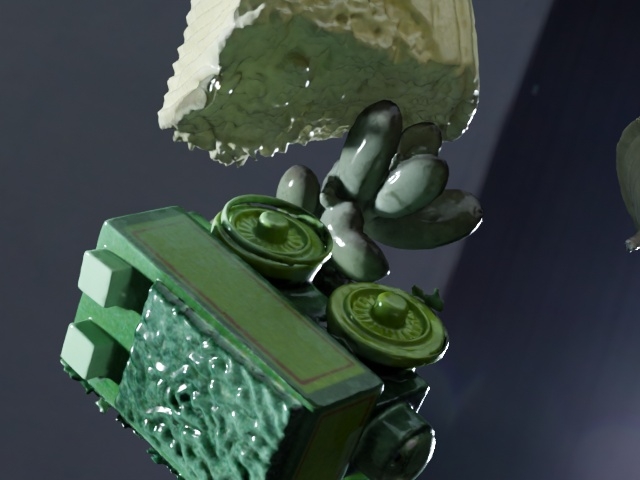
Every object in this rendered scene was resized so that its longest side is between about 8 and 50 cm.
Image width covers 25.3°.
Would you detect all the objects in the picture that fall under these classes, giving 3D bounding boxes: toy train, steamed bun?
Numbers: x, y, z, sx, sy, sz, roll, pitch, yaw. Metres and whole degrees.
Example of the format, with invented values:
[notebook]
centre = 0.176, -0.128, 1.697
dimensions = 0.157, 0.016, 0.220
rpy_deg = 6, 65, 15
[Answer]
[toy train]
centre = -0.044, 0.081, 1.003
dimensions = 0.272, 0.159, 0.188
rpy_deg = 40, -146, 29
[steamed bun]
centre = 0.015, -0.189, 1.316
dimensions = 0.272, 0.273, 0.290
rpy_deg = 18, 160, -21

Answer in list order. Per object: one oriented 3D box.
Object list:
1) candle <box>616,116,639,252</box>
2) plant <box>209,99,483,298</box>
[candle]
centre = 0.361, -0.059, 1.267
dimensions = 0.187, 0.330, 0.187
rpy_deg = 42, 152, 29
[plant]
centre = -0.002, 0.000, 1.225
dimensions = 0.146, 0.275, 0.149
rpy_deg = 42, -159, -30
